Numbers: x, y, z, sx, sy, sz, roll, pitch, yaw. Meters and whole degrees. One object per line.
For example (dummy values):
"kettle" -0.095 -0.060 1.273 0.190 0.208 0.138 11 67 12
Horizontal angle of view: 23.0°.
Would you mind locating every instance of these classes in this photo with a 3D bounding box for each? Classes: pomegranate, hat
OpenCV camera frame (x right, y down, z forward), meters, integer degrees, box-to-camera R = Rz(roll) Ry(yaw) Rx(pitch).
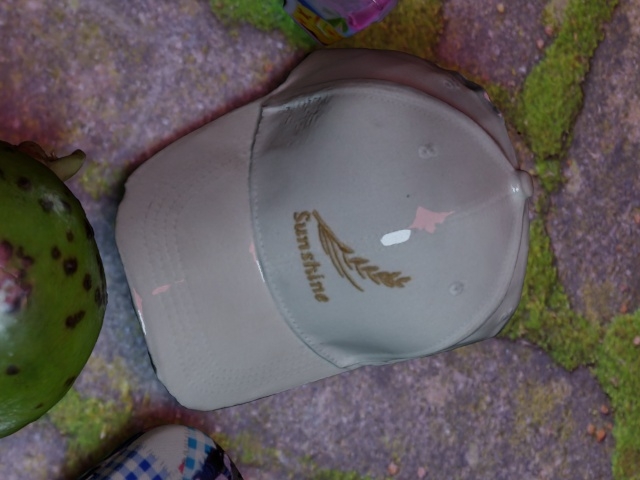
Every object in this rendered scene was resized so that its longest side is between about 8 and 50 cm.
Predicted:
"pomegranate" -0.232 0.010 0.994 0.211 0.211 0.263 39 41 -24
"hat" 0.000 -0.001 1.144 0.301 0.168 0.258 -23 99 -30

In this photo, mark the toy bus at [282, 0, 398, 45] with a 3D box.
"toy bus" -0.053 -0.266 1.156 0.274 0.112 0.090 39 70 -21

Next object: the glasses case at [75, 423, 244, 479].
"glasses case" -0.179 0.258 1.079 0.327 0.076 0.125 -40 106 -27
